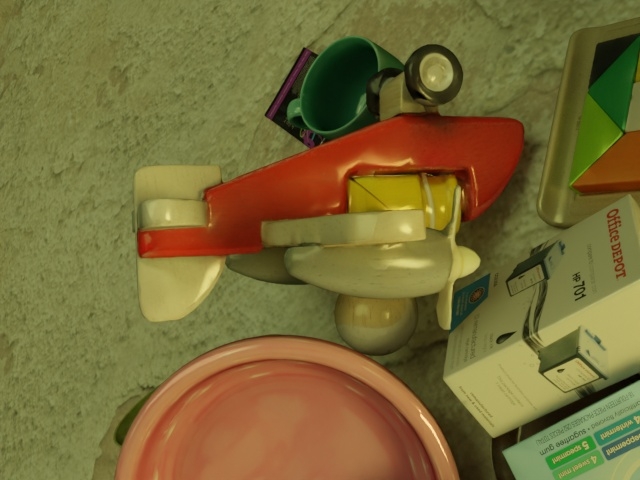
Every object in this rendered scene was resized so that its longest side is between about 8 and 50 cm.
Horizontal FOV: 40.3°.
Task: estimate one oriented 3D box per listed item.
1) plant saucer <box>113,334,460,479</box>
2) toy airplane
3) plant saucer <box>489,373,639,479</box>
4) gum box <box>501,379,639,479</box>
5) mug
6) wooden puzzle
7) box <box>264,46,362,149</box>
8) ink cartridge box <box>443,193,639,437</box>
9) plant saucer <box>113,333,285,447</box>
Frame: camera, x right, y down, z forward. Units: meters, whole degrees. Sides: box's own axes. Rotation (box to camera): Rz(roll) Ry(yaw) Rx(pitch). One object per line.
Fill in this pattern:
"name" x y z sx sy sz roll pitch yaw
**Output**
"plant saucer" -0.030 0.251 0.841 0.332 0.332 0.084 -58 -3 8
"toy airplane" 0.000 0.000 0.870 0.384 0.386 0.273 -19 97 30
"plant saucer" 0.225 0.176 0.759 0.168 0.029 0.169 -24 53 38
"gum box" 0.249 0.211 0.661 0.157 0.041 0.185 -37 66 29
"mug" 0.045 -0.178 1.087 0.157 0.097 0.130 31 96 47
"wooden puzzle" 0.318 -0.123 0.800 0.238 0.044 0.221 -1 70 48
"box" -0.007 -0.193 1.214 0.116 0.029 0.162 -58 38 9
"ink cartridge box" 0.208 0.064 0.746 0.190 0.082 0.140 -35 17 28
"plant saucer" -0.134 0.192 1.053 0.240 0.037 0.241 -26 12 6
